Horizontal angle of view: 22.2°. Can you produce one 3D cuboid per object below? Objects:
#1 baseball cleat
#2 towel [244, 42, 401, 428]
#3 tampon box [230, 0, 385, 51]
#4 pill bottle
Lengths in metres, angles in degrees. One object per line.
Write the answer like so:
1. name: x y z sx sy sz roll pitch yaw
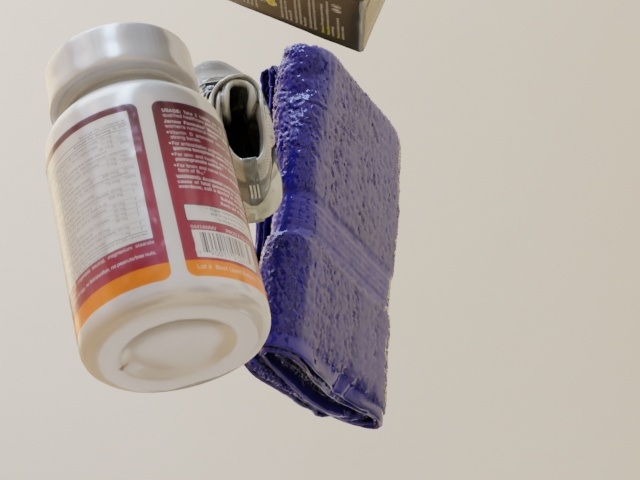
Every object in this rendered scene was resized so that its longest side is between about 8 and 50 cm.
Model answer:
1. baseball cleat: -0.068 -0.108 1.325 0.206 0.072 0.109 -115 -162 -46
2. towel: 0.000 0.000 1.498 0.227 0.076 0.308 45 45 -55
3. tampon box: -0.023 -0.216 1.059 0.101 0.161 0.120 86 28 -77
4. pill bottle: -0.111 -0.024 1.048 0.121 0.121 0.221 57 15 -58
